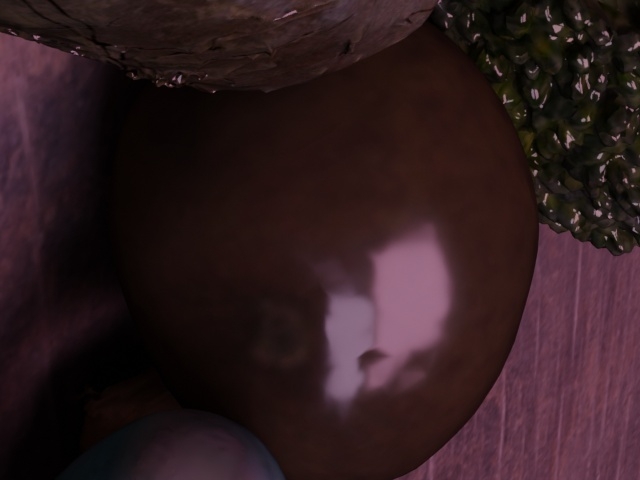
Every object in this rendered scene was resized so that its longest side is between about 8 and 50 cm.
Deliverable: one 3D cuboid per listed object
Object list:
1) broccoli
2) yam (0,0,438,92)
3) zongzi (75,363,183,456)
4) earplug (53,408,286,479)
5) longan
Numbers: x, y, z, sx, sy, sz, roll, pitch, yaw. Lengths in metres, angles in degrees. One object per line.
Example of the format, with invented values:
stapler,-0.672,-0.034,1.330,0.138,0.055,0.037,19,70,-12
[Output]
broccoli,0.198,-0.124,1.139,0.324,0.334,0.272,-8,87,-75
yam,-0.071,-0.164,0.790,0.201,0.202,0.271,-49,156,22
zongzi,-0.066,0.135,1.117,0.194,0.099,0.197,-31,148,-40
earplug,-0.091,0.203,0.949,0.185,0.185,0.324,-30,155,-42
longan,0.000,0.000,0.970,0.248,0.248,0.248,-36,140,-37
